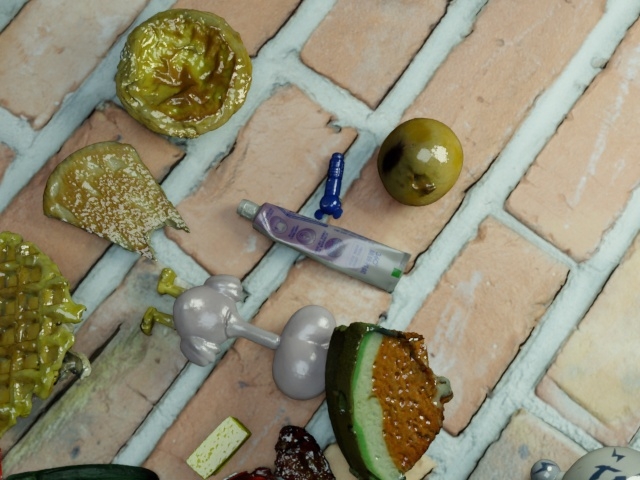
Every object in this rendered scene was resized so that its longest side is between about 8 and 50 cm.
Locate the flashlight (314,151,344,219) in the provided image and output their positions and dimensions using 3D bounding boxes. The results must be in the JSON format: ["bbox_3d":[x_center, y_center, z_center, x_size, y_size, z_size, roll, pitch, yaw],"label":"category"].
[{"bbox_3d":[0.023,-0.092,1.618,0.057,0.035,0.121,-2,70,34],"label":"flashlight"}]

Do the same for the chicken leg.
[{"bbox_3d":[-0.020,0.395,1.506,0.093,0.053,0.205,-21,76,-35],"label":"chicken leg"}]

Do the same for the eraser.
[{"bbox_3d":[-0.157,0.328,1.489,0.045,0.122,0.097,42,81,9],"label":"eraser"}]

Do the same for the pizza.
[{"bbox_3d":[-0.338,-0.069,1.609,0.262,0.034,0.181,30,81,6],"label":"pizza"}]

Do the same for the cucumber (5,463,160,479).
[{"bbox_3d":[-0.377,0.410,1.504,0.244,0.063,0.115,-11,80,-4],"label":"cucumber"}]

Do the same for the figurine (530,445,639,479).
[{"bbox_3d":[0.399,0.449,1.426,0.382,0.186,0.261,-26,68,-18],"label":"figurine"}]

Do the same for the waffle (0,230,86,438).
[{"bbox_3d":[-0.522,0.149,1.502,0.325,0.068,0.302,36,89,34],"label":"waffle"}]

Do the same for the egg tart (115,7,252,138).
[{"bbox_3d":[-0.235,-0.283,1.617,0.241,0.106,0.241,1,78,-3],"label":"egg tart"}]

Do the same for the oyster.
[{"bbox_3d":[-0.448,0.205,1.527,0.191,0.081,0.163,15,74,35],"label":"oyster"}]

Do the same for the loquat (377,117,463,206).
[{"bbox_3d":[0.165,-0.131,1.568,0.137,0.163,0.163,14,79,-7],"label":"loquat"}]

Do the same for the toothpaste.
[{"bbox_3d":[0.000,0.000,1.591,0.301,0.048,0.075,24,81,4],"label":"toothpaste"}]

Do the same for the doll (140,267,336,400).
[{"bbox_3d":[-0.108,0.152,1.539,0.365,0.094,0.160,19,72,2],"label":"doll"}]

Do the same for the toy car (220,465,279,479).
[{"bbox_3d":[-0.122,0.420,1.476,0.139,0.112,0.112,-37,81,-7],"label":"toy car"}]

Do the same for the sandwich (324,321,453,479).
[{"bbox_3d":[0.101,0.239,1.485,0.212,0.109,0.292,-33,115,-20],"label":"sandwich"}]

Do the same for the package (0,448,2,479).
[{"bbox_3d":[-0.715,0.436,1.464,0.424,0.123,0.196,-6,81,0],"label":"package"}]
